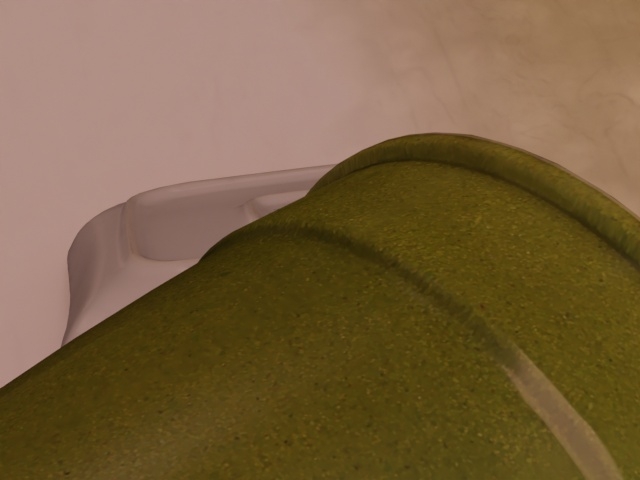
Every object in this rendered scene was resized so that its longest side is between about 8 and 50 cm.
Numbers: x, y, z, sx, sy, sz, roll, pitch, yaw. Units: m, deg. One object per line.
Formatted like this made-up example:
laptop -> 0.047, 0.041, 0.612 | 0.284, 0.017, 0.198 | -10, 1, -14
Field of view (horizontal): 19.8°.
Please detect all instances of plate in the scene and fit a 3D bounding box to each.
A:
plate -> 0.000, 0.000, 0.977 | 0.277, 0.045, 0.278 | -6, 13, -5

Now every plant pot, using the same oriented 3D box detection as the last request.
plant pot -> -0.050, 0.188, 0.631 | 0.353, 0.366, 0.366 | -22, 49, -31
